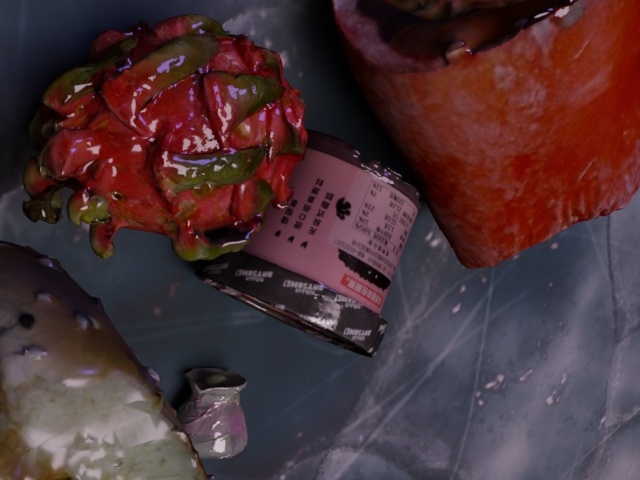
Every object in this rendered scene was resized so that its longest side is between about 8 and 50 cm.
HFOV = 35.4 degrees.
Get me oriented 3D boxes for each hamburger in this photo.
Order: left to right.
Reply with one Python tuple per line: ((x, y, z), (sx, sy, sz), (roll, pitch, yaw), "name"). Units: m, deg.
((-0.196, 0.143, 0.586), (0.195, 0.277, 0.318), (-26, 130, -23), "hamburger")

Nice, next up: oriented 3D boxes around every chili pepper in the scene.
((0.164, -0.122, 0.792), (0.251, 0.229, 0.305), (-55, 136, -29), "chili pepper")

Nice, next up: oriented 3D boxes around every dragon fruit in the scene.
((-0.107, -0.064, 0.655), (0.172, 0.160, 0.166), (2, 142, -38), "dragon fruit")

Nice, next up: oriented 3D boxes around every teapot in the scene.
((-0.086, 0.138, 0.828), (0.083, 0.064, 0.064), (-22, 122, -70), "teapot")

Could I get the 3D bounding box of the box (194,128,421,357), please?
((0.000, 0.000, 0.770), (0.151, 0.151, 0.135), (32, 81, -44), "box")
